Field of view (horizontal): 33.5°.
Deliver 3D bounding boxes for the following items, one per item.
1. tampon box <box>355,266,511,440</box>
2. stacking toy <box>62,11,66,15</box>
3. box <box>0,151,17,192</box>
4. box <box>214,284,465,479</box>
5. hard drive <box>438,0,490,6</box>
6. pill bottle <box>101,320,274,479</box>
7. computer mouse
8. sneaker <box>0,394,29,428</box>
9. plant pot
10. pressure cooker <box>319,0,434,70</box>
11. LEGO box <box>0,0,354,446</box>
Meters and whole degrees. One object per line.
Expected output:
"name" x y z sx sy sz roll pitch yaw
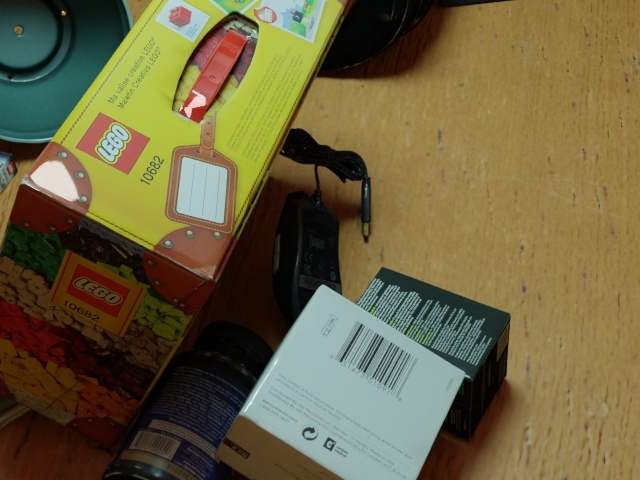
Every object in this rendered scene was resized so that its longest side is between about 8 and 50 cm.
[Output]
"tampon box" 0.118 0.125 1.197 0.161 0.120 0.101 21 53 23
"stacking toy" -0.397 -0.475 1.816 0.166 0.175 0.301 8 62 14
"box" -0.556 -0.094 1.529 0.207 0.036 0.114 12 49 17
"box" 0.020 0.177 1.084 0.181 0.119 0.182 32 54 1
"hard drive" 0.258 -0.429 1.771 0.135 0.022 0.094 -7 47 0
"pill bottle" -0.133 0.198 1.153 0.123 0.122 0.219 14 50 18
"computer mouse" 0.000 0.000 1.341 0.060 0.184 0.261 -9 79 36
"sneaker" -0.461 0.159 1.234 0.293 0.108 0.169 -15 44 -10
"plant pot" -0.440 -0.307 1.579 0.293 0.293 0.196 -22 22 -14
"pressure cooker" 0.022 -0.520 1.641 0.370 0.375 0.420 6 48 15
"LEGO box" -0.174 -0.076 1.206 0.193 0.372 0.500 28 47 -6
